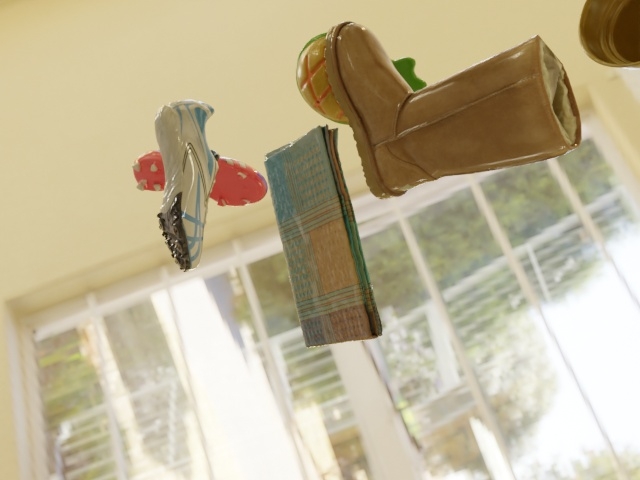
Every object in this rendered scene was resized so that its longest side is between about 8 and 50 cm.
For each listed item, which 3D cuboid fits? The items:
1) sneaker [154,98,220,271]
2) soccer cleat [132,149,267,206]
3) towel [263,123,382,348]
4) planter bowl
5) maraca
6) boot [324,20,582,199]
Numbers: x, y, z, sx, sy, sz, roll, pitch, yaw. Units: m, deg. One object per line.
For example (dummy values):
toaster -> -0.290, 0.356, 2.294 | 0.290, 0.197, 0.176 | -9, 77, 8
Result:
sneaker -> -0.170, -0.070, 1.615 | 0.085, 0.086, 0.237 | 32, -53, 52
soccer cleat -> -0.188, -0.111, 1.963 | 0.095, 0.248, 0.083 | -48, 137, -51
towel -> 0.000, 0.000, 2.146 | 0.271, 0.040, 0.370 | -17, -94, 63
planter bowl -> 0.470, -0.305, 1.669 | 0.090, 0.217, 0.217 | 36, 22, -36
maraca -> 0.052, -0.211, 1.631 | 0.099, 0.185, 0.127 | -45, 149, -57
boot -> 0.150, -0.181, 1.412 | 0.089, 0.269, 0.236 | -24, 95, -48
